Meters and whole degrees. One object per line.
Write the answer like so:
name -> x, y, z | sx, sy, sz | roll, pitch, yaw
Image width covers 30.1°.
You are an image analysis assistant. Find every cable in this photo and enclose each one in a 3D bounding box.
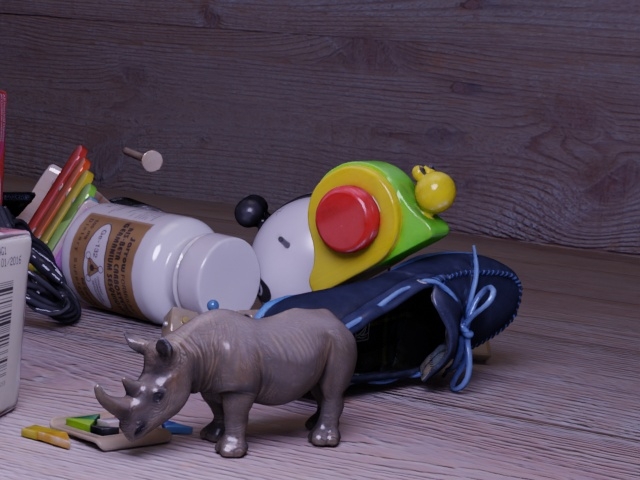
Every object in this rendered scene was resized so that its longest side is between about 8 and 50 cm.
cable -> -0.328, 0.037, 1.349 | 0.184, 0.047, 0.150 | 50, -4, 43

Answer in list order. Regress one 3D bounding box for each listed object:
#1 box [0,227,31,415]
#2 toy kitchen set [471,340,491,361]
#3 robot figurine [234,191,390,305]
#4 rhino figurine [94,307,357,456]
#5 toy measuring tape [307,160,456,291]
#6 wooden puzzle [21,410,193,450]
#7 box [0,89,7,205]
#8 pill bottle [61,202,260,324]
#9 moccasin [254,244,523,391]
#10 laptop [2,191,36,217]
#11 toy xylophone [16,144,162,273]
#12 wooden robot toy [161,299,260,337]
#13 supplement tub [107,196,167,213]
box -> -0.355, 0.055, 0.906 | 0.232, 0.149, 0.127 | 7, 5, 8
toy kitchen set -> 0.147, 0.118, 1.395 | 0.068, 0.075, 0.083 | 7, -35, -18
robot figurine -> 0.002, 0.026, 1.490 | 0.209, 0.174, 0.278 | -2, 5, 5
rhino figurine -> -0.067, 0.104, 0.906 | 0.243, 0.106, 0.073 | 1, 6, -40
toy measuring tape -> 0.000, 0.000, 1.259 | 0.330, 0.121, 0.121 | -29, -14, 30
wooden puzzle -> -0.160, 0.142, 0.907 | 0.078, 0.014, 0.116 | 10, 7, 38
box -> -0.452, -0.057, 1.397 | 0.122, 0.257, 0.128 | 5, 5, 8
pill bottle -> -0.188, 0.032, 1.408 | 0.229, 0.131, 0.131 | 10, 7, 39
moccasin -> 0.090, 0.098, 1.176 | 0.342, 0.138, 0.117 | -17, 23, -37
laptop -> -0.580, -0.039, 1.660 | 0.264, 0.136, 0.234 | -40, -20, 29
toy xylophone -> -0.331, -0.043, 1.646 | 0.081, 0.236, 0.322 | 32, -9, -25
wooden robot toy -> -0.084, 0.109, 1.199 | 0.173, 0.076, 0.079 | 2, -29, -32
supplement tub -> -0.270, 0.001, 1.722 | 0.117, 0.117, 0.190 | 3, 6, -24
